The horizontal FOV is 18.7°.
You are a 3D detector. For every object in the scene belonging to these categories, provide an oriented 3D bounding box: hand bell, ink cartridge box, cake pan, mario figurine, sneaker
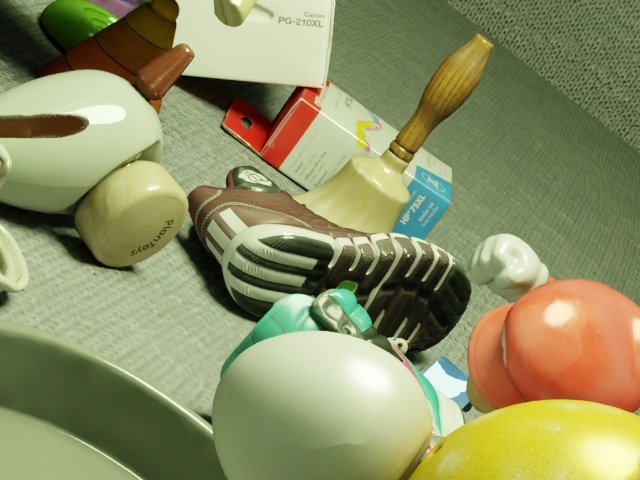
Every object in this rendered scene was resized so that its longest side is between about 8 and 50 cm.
[{"bbox_3d":[0.082,-0.089,1.808,0.126,0.242,0.126,35,16,-12],"label":"hand bell"},{"bbox_3d":[0.020,-0.092,1.977,0.231,0.078,0.134,35,16,-7],"label":"ink cartridge box"},{"bbox_3d":[-0.076,-0.240,2.019,0.172,0.100,0.237,5,19,-3],"label":"ink cartridge box"},{"bbox_3d":[-0.117,0.156,1.056,0.293,0.054,0.293,34,17,-12],"label":"cake pan"},{"bbox_3d":[0.174,0.122,1.544,0.198,0.170,0.320,36,-8,23],"label":"mario figurine"},{"bbox_3d":[0.020,0.123,1.300,0.178,0.124,0.295,39,8,-13],"label":"sneaker"},{"bbox_3d":[0.000,0.000,1.645,0.281,0.106,0.162,19,20,-47],"label":"sneaker"}]

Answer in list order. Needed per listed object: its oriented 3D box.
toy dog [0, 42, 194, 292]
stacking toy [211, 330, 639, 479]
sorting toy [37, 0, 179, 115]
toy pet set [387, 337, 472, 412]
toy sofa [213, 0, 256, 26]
[{"bbox_3d":[-0.202,-0.095,1.370,0.220,0.161,0.334,41,16,12],"label":"toy dog"},{"bbox_3d":[0.148,0.196,1.036,0.480,0.350,0.350,35,16,9],"label":"stacking toy"},{"bbox_3d":[-0.177,-0.213,1.814,0.127,0.126,0.365,32,18,-18],"label":"sorting toy"},{"bbox_3d":[0.064,0.106,1.550,0.114,0.065,0.122,41,17,13],"label":"toy pet set"},{"bbox_3d":[-0.210,-0.279,1.668,0.363,0.177,0.150,13,44,13],"label":"toy sofa"}]
